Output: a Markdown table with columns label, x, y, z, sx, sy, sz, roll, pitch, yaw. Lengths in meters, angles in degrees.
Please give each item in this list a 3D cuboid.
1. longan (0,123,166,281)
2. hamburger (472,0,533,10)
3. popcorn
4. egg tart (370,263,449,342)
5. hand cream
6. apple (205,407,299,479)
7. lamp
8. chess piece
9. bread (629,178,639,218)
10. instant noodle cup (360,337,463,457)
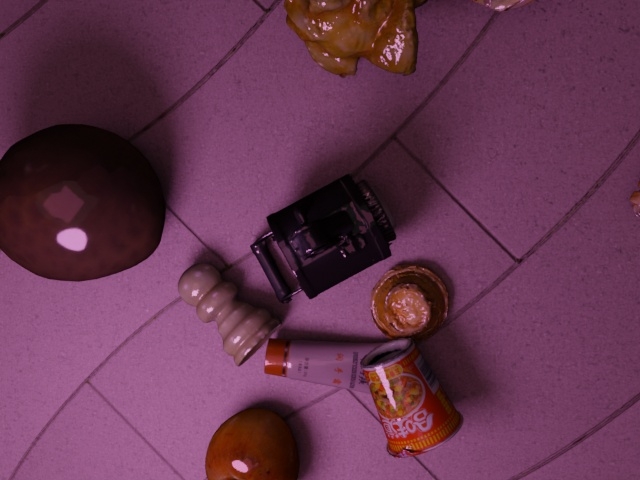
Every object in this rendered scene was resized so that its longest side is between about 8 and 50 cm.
| label | x | y | z | sx | sy | sz | roll | pitch | yaw |
| --- | --- | --- | --- | --- | --- | --- | --- | --- | --- |
| longan | -0.546 | -0.073 | 1.518 | 0.405 | 0.336 | 0.404 | 3 | 136 | 3 |
| hamburger | 0.363 | -0.602 | 1.308 | 0.302 | 0.170 | 0.301 | -2 | 86 | 36 |
| popcorn | 0.089 | -0.482 | 1.358 | 0.321 | 0.290 | 0.325 | -28 | 74 | 16 |
| egg tart | 0.201 | 0.149 | 1.539 | 0.191 | 0.074 | 0.191 | 2 | 101 | 10 |
| hand cream | 0.027 | 0.295 | 1.593 | 0.314 | 0.089 | 0.139 | 3 | 100 | 1 |
| apple | -0.154 | 0.518 | 1.611 | 0.237 | 0.207 | 0.236 | 9 | 118 | 17 |
| lamp | 0.026 | -0.011 | 1.472 | 0.272 | 0.374 | 0.205 | -26 | 86 | -18 |
| chess piece | -0.228 | 0.157 | 1.598 | 0.251 | 0.144 | 0.144 | 44 | 104 | 8 |
| bread | 0.719 | -0.115 | 1.391 | 0.119 | 0.084 | 0.177 | 23 | 102 | 5 |
| instant noodle cup | 0.188 | 0.340 | 1.503 | 0.193 | 0.193 | 0.212 | -24 | 97 | 13 |
